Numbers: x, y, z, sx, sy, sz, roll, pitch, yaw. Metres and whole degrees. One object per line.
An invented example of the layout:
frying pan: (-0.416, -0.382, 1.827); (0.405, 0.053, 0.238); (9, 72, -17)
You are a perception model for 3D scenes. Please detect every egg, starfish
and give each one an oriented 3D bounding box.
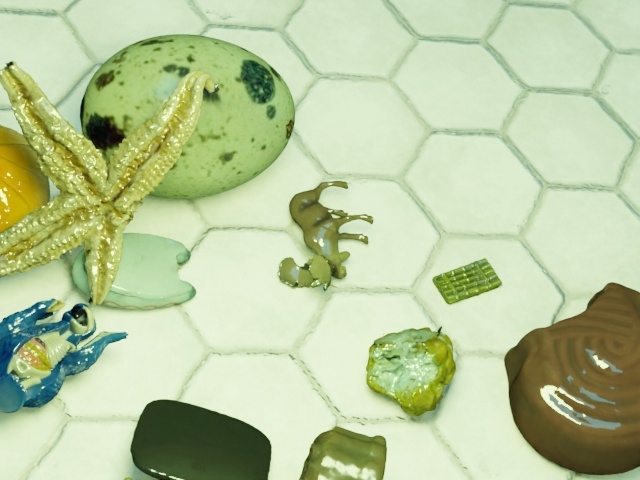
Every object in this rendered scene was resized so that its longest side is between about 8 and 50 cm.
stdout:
egg: (-0.225, -0.216, 2.096); (0.379, 0.287, 0.287); (-10, 57, -17)
starfish: (-0.385, -0.117, 1.905); (0.324, 0.432, 0.082); (22, 9, -11)

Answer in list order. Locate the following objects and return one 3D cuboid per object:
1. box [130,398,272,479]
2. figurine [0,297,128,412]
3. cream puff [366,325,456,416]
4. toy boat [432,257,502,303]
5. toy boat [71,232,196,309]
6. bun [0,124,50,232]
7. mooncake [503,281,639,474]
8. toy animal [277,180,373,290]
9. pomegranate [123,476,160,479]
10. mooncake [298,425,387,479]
box: (-0.179, 0.318, 1.818); (0.213, 0.042, 0.201); (16, 23, -3)
figurine: (-0.435, 0.182, 1.880); (0.164, 0.120, 0.262); (32, 40, 27)
cream puff: (0.151, 0.214, 1.974); (0.156, 0.156, 0.121); (47, 17, 22)
toy boat: (0.262, 0.072, 2.155); (0.115, 0.016, 0.063); (-18, 60, -23)
toy boat: (-0.314, 0.058, 2.025); (0.208, 0.079, 0.134); (1, 61, -24)
bun: (-0.601, -0.102, 2.015); (0.299, 0.164, 0.299); (7, 53, -9)
mooncake: (0.475, 0.217, 1.999); (0.326, 0.174, 0.333); (3, 55, -6)
toy animal: (0.000, 0.000, 2.119); (0.186, 0.093, 0.214); (-16, 52, -27)
pomegranate: (-0.203, 0.455, 1.666); (0.231, 0.231, 0.286); (9, 42, -5)
mooncake: (0.014, 0.379, 1.754); (0.124, 0.228, 0.228); (17, 53, 2)
